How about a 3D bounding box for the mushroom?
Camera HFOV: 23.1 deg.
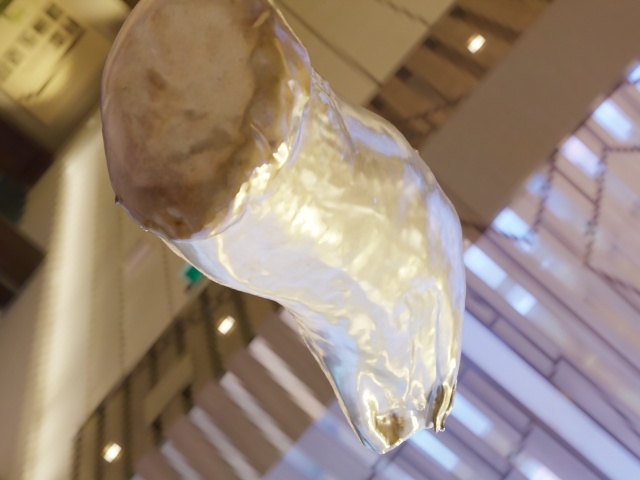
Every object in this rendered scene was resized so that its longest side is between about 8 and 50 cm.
[{"bbox_3d":[0.000,0.000,0.718,0.095,0.351,0.123,10,-110,25],"label":"mushroom"}]
